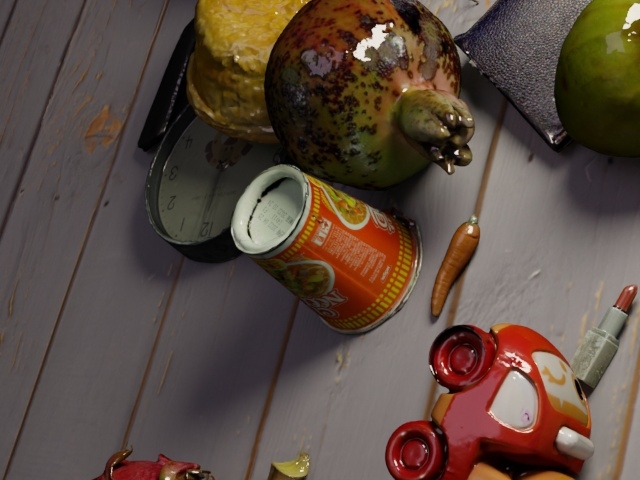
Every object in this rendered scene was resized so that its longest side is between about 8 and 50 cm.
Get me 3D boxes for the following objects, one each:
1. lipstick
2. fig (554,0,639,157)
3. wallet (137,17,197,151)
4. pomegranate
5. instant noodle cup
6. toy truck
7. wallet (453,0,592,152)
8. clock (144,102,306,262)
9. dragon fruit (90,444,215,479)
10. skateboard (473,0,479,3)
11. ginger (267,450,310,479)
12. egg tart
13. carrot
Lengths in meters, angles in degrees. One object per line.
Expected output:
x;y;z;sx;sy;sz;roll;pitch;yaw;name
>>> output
0.331;0.105;1.604;0.030;0.030;0.129;28;87;48;lipstick
0.368;-0.196;1.643;0.225;0.203;0.203;-30;45;56;fig
-0.248;-0.272;2.347;0.124;0.025;0.244;-19;49;66;wallet
0.086;-0.189;1.835;0.340;0.285;0.285;31;89;49;pomegranate
0.000;0.000;1.846;0.193;0.212;0.193;-22;52;32;instant noodle cup
0.223;0.235;1.522;0.239;0.189;0.265;20;83;39;toy truck
0.319;-0.262;1.822;0.221;0.071;0.262;-43;47;9;wallet
-0.149;-0.117;2.172;0.312;0.061;0.313;-23;52;32;clock
-0.264;0.421;1.841;0.315;0.250;0.250;-43;41;40;dragon fruit
0.201;-0.369;2.019;0.064;0.032;0.083;-37;43;36;skateboard
-0.058;0.337;1.827;0.057;0.044;0.137;20;82;29;ginger
-0.058;-0.309;2.077;0.339;0.153;0.352;10;66;22;egg tart
0.173;0.032;1.800;0.035;0.035;0.142;27;93;48;carrot
